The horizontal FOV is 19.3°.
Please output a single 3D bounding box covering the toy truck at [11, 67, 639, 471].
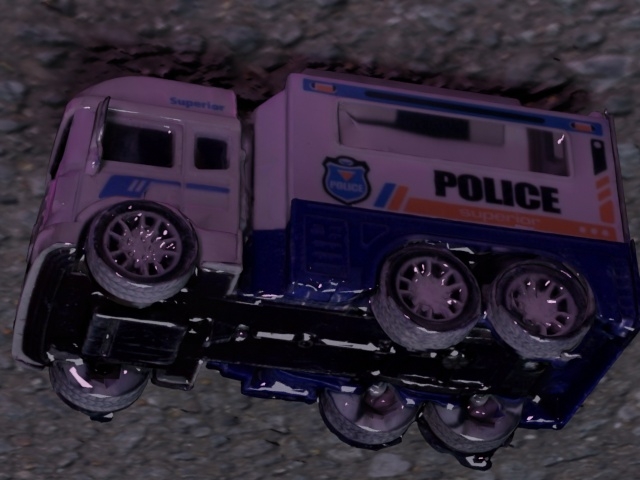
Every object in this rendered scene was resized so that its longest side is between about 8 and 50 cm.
[{"bbox_3d":[0.000,0.000,0.861,0.268,0.155,0.124,8,145,-13],"label":"toy truck"}]
